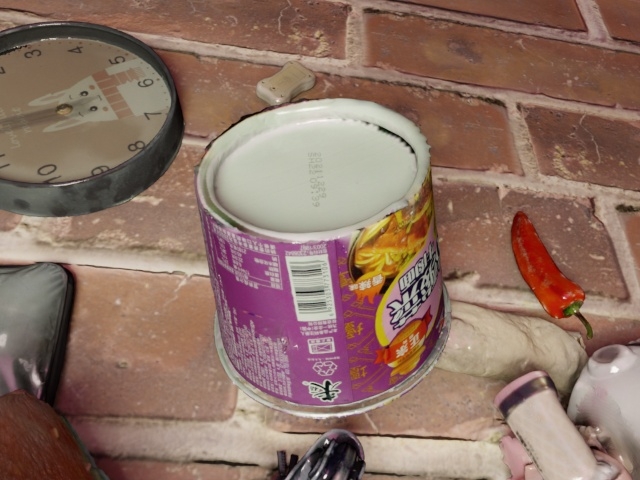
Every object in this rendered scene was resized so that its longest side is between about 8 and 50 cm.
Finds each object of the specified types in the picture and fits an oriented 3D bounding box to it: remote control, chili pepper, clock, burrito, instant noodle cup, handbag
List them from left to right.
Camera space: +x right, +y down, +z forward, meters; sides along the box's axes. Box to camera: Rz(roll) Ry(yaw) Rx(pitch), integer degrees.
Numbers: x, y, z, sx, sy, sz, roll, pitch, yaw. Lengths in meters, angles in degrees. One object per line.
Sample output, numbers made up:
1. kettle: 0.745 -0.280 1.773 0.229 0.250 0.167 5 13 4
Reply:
1. handbag: -0.421 0.169 0.591 0.191 0.075 0.332 2 56 -14
2. clock: -0.425 -0.217 0.812 0.386 0.076 0.386 5 59 -8
3. remote control: -0.067 -0.305 0.959 0.074 0.032 0.122 39 61 13
4. instant noodle cup: 0.000 0.000 0.601 0.340 0.266 0.340 -5 43 4
5. burrito: 0.224 0.145 0.724 0.392 0.076 0.117 12 52 -6
6. chili pepper: 0.368 0.051 0.804 0.071 0.063 0.272 6 44 -19

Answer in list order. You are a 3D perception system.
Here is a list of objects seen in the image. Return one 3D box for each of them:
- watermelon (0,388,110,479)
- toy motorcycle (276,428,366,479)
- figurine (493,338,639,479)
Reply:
1. watermelon: -0.260 0.263 0.424 0.319 0.222 0.292 -35 76 15
2. toy motorcycle: -0.072 0.347 0.475 0.125 0.212 0.358 36 63 4
3. figurine: 0.407 0.269 0.607 0.361 0.253 0.211 -15 19 -22
